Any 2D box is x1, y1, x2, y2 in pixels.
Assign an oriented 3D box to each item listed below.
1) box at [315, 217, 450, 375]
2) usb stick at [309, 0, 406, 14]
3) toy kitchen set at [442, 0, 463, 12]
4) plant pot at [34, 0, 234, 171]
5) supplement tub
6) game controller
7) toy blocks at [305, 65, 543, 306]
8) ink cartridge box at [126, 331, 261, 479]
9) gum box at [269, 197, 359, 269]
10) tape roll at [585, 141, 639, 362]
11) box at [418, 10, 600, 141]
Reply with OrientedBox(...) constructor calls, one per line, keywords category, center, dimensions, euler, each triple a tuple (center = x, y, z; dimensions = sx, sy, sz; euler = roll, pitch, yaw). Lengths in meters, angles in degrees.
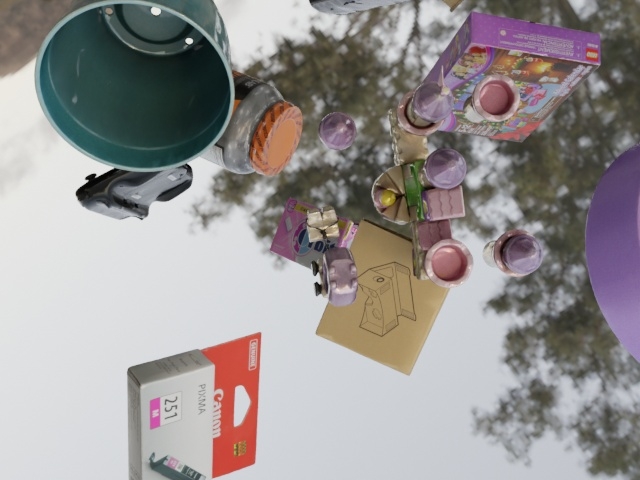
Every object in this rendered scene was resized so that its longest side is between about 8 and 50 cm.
OrientedBox(category="box", center=(0.101, 0.088, 1.672), dimensions=(0.021, 0.164, 0.201), euler=(-57, 170, -72))
OrientedBox(category="usb stick", center=(0.075, -0.308, 1.313), dimensions=(0.077, 0.045, 0.278), euler=(3, -178, -29))
OrientedBox(category="toy kitchen set", center=(0.207, -0.411, 1.668), dimensions=(0.083, 0.068, 0.075), euler=(-42, -163, 35))
OrientedBox(category="plant pot", center=(-0.254, -0.284, 1.586), dimensions=(0.271, 0.271, 0.255), euler=(-29, -146, 21))
OrientedBox(category="supplement tub", center=(-0.207, -0.257, 2.228), dimensions=(0.316, 0.193, 0.193), euler=(24, -128, 20))
OrientedBox(category="game controller", center=(-0.308, -0.095, 1.862), dimensions=(0.166, 0.067, 0.319), euler=(-36, 176, 0))
OrientedBox(category="toy blocks", center=(0.138, -0.069, 1.472), dimensions=(0.309, 0.288, 0.260), euler=(-8, 180, -6))
OrientedBox(category="ink cartridge box", center=(-0.188, 0.300, 1.743), dimensions=(0.239, 0.275, 0.060), euler=(-13, -149, -30))
OrientedBox(category="gum box", center=(0.000, 0.000, 1.963), dimensions=(0.188, 0.062, 0.107), euler=(23, -87, 49))
OrientedBox(category="tape roll", center=(0.405, 0.012, 1.095), dimensions=(0.275, 0.275, 0.090), euler=(-46, -175, -25))
OrientedBox(category="box", center=(0.277, -0.245, 1.700), dimensions=(0.293, 0.201, 0.057), euler=(125, -29, -68))
